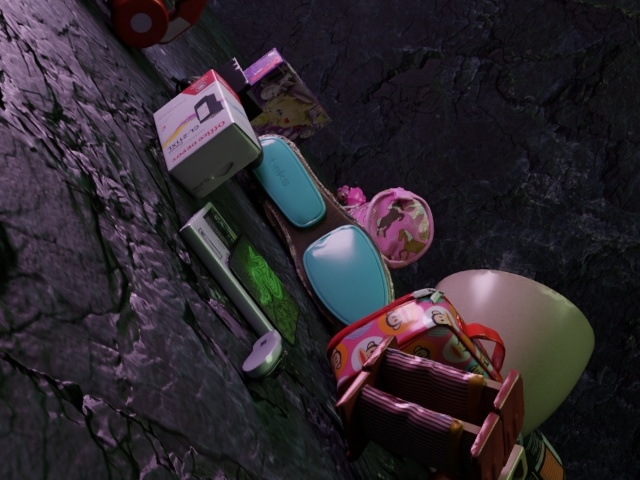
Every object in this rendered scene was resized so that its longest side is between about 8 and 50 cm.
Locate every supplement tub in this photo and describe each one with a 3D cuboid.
[{"bbox_3d":[0.408,0.486,1.751,0.338,0.207,0.207,51,9,-31],"label":"supplement tub"}]

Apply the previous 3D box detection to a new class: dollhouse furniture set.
[{"bbox_3d":[0.173,0.327,1.103,0.201,0.152,0.374,11,-47,32],"label":"dollhouse furniture set"}]

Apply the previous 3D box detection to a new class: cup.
[{"bbox_3d":[0.333,0.251,1.525,0.331,0.331,0.237,51,51,-29],"label":"cup"}]

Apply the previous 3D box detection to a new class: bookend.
[{"bbox_3d":[-0.164,-0.211,1.382,0.072,0.157,0.156,61,10,31],"label":"bookend"}]

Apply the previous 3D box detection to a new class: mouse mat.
[{"bbox_3d":[-0.078,0.066,1.142,0.153,0.007,0.190,53,7,-10],"label":"mouse mat"}]

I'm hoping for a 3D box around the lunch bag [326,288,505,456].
[{"bbox_3d":[0.176,0.215,1.291,0.293,0.258,0.120,51,13,-39],"label":"lunch bag"}]

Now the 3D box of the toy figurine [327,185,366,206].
[{"bbox_3d":[0.045,-0.089,2.118,0.130,0.159,0.173,46,12,-50],"label":"toy figurine"}]

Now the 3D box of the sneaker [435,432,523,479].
[{"bbox_3d":[0.249,0.342,1.282,0.104,0.262,0.125,31,48,5],"label":"sneaker"}]

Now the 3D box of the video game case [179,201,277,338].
[{"bbox_3d":[-0.119,0.040,1.113,0.190,0.022,0.173,53,9,-10],"label":"video game case"}]

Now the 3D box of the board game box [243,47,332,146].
[{"bbox_3d":[-0.115,-0.294,1.833,0.056,0.208,0.347,62,10,20],"label":"board game box"}]

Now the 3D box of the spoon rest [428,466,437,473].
[{"bbox_3d":[0.196,0.355,1.573,0.137,0.084,0.277,34,36,-66],"label":"spoon rest"}]

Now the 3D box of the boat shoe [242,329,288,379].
[{"bbox_3d":[-0.059,0.143,0.953,0.040,0.049,0.142,55,6,-5],"label":"boat shoe"}]

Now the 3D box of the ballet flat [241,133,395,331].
[{"bbox_3d":[0.000,0.000,1.577,0.483,0.164,0.182,56,-8,21],"label":"ballet flat"}]

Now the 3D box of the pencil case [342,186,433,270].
[{"bbox_3d":[0.112,-0.011,1.739,0.167,0.160,0.386,58,-16,-5],"label":"pencil case"}]

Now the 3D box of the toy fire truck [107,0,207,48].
[{"bbox_3d":[-0.304,-0.507,1.398,0.302,0.253,0.169,49,11,-40],"label":"toy fire truck"}]

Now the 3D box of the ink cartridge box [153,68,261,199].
[{"bbox_3d":[-0.177,-0.166,1.217,0.072,0.127,0.175,47,11,-40],"label":"ink cartridge box"}]

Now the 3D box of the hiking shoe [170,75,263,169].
[{"bbox_3d":[-0.204,-0.220,1.513,0.227,0.086,0.114,47,16,5],"label":"hiking shoe"}]
